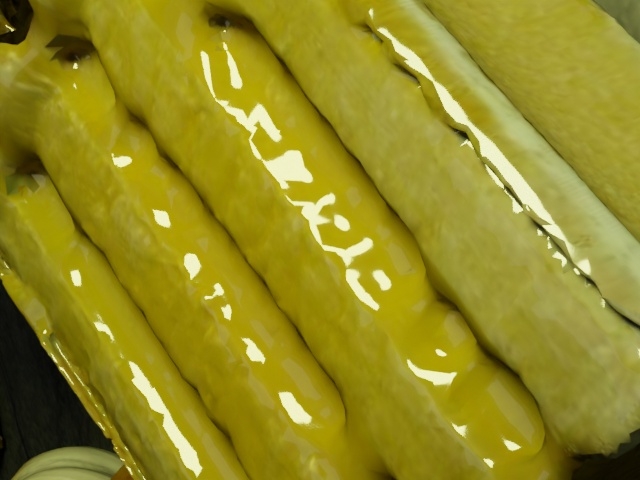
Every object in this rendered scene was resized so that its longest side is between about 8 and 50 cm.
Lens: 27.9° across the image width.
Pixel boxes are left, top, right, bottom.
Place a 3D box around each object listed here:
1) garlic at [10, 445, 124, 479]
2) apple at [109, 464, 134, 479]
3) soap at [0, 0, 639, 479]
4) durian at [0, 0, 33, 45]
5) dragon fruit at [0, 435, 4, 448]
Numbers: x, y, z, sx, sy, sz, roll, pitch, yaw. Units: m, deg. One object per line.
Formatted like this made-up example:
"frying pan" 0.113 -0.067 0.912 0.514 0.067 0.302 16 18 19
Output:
"garlic" -0.165 0.281 0.980 0.203 0.185 0.281 31 114 14
"apple" -0.074 0.181 0.796 0.163 0.147 0.146 49 141 35
"soap" 0.000 0.000 0.548 0.335 0.156 0.293 51 132 25
"durian" -0.280 -0.212 0.722 0.384 0.348 0.347 59 147 27
"dragon fruit" -0.431 0.166 1.333 0.126 0.161 0.274 2 105 59
